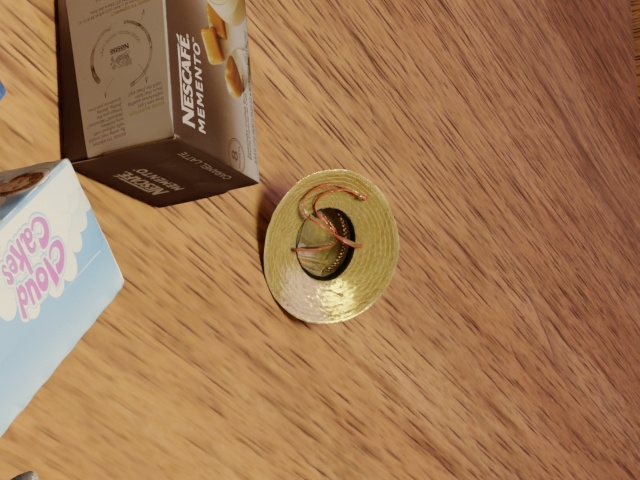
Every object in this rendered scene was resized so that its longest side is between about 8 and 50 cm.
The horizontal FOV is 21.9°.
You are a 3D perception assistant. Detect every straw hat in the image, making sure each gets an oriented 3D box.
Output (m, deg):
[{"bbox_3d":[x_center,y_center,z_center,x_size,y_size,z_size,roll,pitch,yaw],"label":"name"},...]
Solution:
[{"bbox_3d":[0.000,0.000,1.523,0.061,0.144,0.144,28,-37,63],"label":"straw hat"}]

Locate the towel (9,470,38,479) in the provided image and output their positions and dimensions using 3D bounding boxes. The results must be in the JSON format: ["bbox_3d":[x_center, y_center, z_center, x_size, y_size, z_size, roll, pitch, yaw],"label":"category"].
[{"bbox_3d":[-0.122,0.252,0.692,0.284,0.121,0.235,-139,-122,-62],"label":"towel"}]

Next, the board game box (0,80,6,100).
[{"bbox_3d":[-0.273,-0.141,0.879,0.201,0.136,0.035,65,26,-26],"label":"board game box"}]

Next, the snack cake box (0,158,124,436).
[{"bbox_3d":[-0.230,0.060,0.861,0.264,0.152,0.089,-59,132,-58],"label":"snack cake box"}]

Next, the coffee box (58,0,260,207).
[{"bbox_3d":[-0.126,-0.165,1.271,0.141,0.098,0.246,27,55,-61],"label":"coffee box"}]
